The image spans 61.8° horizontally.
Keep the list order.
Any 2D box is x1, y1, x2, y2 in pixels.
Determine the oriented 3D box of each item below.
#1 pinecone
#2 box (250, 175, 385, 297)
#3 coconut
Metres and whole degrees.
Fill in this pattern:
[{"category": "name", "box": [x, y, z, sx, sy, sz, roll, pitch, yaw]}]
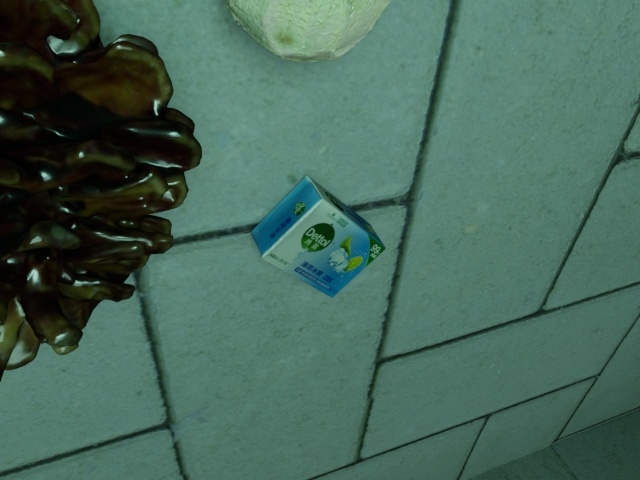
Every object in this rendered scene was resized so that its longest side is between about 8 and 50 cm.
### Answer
[{"category": "pinecone", "box": [-0.305, -0.055, 0.497, 0.397, 0.398, 0.398, -15, 134, -16]}, {"category": "box", "box": [0.000, 0.000, 0.915, 0.139, 0.073, 0.194, -44, 135, 13]}, {"category": "coconut", "box": [-0.015, -0.287, 0.577, 0.194, 0.194, 0.195, -15, 134, -16]}]
